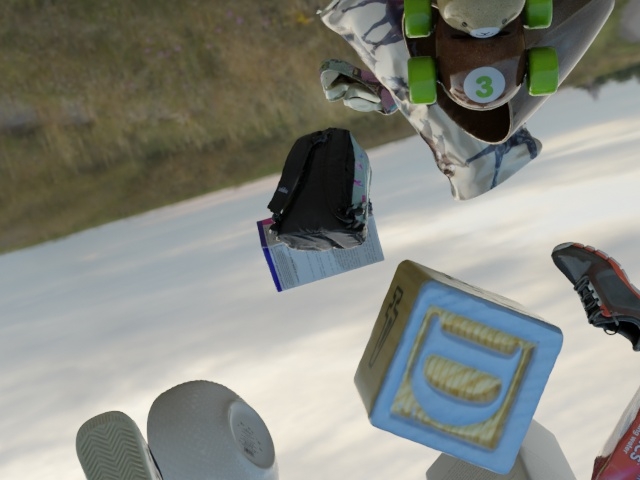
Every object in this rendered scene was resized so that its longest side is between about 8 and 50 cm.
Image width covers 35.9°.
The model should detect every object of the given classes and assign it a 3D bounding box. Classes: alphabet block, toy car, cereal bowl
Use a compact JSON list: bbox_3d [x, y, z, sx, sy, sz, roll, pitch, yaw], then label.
[{"bbox_3d":[0.166,0.151,1.251,0.192,0.193,0.197,23,-176,-5],"label":"alphabet block"},{"bbox_3d":[0.161,-0.224,0.984,0.155,0.148,0.188,-3,169,6],"label":"toy car"},{"bbox_3d":[-0.195,0.431,2.038,0.141,0.339,0.339,-32,-179,18],"label":"cereal bowl"}]

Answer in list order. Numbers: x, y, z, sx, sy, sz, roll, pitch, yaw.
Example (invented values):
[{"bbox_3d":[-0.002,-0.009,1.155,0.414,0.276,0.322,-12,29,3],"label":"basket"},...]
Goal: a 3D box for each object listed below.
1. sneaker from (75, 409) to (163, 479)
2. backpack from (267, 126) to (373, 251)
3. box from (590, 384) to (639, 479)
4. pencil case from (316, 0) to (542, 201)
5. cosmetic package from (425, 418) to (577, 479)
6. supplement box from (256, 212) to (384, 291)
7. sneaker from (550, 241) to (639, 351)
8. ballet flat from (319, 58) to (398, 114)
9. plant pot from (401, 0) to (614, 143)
[{"bbox_3d":[-0.262,0.424,1.425,0.131,0.350,0.148,-15,147,-3],"label":"sneaker"},{"bbox_3d":[0.010,-0.077,1.491,0.152,0.182,0.115,-2,155,19],"label":"backpack"},{"bbox_3d":[0.483,0.260,1.345,0.128,0.256,0.122,28,-158,11],"label":"box"},{"bbox_3d":[0.173,-0.244,1.527,0.160,0.410,0.183,-43,-166,-18],"label":"pencil case"},{"bbox_3d":[0.325,0.467,1.730,0.230,0.161,0.453,-53,-174,11],"label":"cosmetic package"},{"bbox_3d":[0.000,0.000,1.915,0.220,0.114,0.111,-17,-150,1],"label":"supplement box"},{"bbox_3d":[0.325,0.065,1.136,0.065,0.158,0.061,-43,165,-28],"label":"sneaker"},{"bbox_3d":[0.059,-0.277,1.803,0.221,0.077,0.079,25,-123,38],"label":"ballet flat"},{"bbox_3d":[0.262,-0.280,1.293,0.230,0.215,0.215,-37,-170,-12],"label":"plant pot"}]
